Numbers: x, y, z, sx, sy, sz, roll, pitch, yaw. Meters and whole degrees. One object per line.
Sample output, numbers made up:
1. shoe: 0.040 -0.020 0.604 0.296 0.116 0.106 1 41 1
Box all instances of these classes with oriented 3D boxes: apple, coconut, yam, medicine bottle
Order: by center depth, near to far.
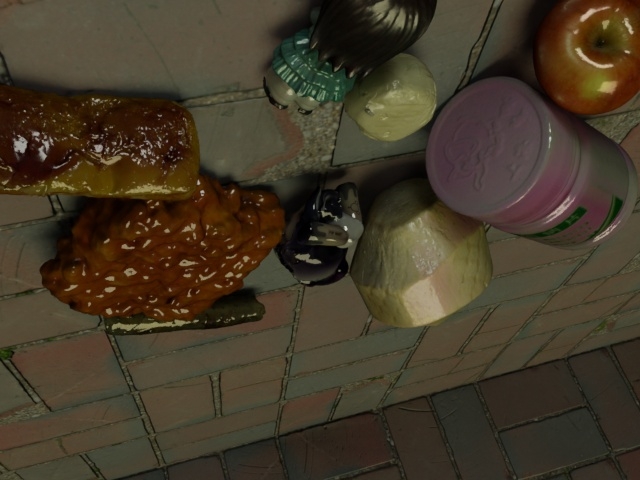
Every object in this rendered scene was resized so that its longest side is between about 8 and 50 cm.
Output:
1. apple: 0.357 -0.246 0.887 0.163 0.164 0.139 -24 179 10
2. medicine bottle: 0.339 -0.107 1.065 0.325 0.212 0.212 13 139 -46
3. coconut: 0.168 0.034 1.157 0.259 0.259 0.259 -15 152 -8
4. yam: -0.257 0.141 1.300 0.317 0.071 0.067 -2 112 -28

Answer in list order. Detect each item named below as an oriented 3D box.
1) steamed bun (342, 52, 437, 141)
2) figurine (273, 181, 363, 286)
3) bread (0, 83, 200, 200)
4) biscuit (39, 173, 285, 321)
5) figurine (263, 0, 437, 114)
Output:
1. steamed bun: 0.092 -0.193 0.883 0.112 0.091 0.129 -33 153 33
2. figurine: 0.000 0.000 1.129 0.145 0.146 0.222 -5 161 -24
3. bread: -0.272 -0.104 0.774 0.270 0.139 0.077 1 156 -29
4. biscuit: -0.240 0.018 1.044 0.318 0.111 0.312 -36 150 29
5. figurine: 0.021 -0.232 0.760 0.137 0.110 0.245 8 151 -35
